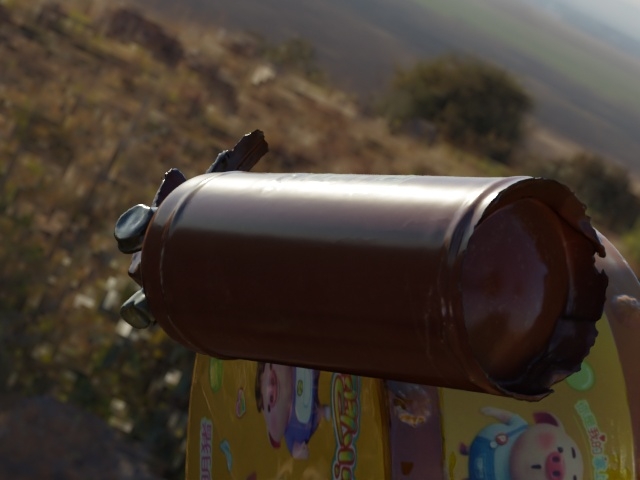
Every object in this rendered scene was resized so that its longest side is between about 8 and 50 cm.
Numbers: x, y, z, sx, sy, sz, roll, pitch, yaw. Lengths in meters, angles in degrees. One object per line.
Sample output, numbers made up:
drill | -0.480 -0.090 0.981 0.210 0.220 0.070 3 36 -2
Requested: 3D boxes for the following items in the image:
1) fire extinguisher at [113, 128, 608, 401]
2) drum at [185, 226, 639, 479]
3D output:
fire extinguisher | 0.000 0.000 0.979 0.337 0.147 0.106 5 -40 48
drum | 0.063 0.172 1.292 0.214 0.431 0.431 3 19 -21
